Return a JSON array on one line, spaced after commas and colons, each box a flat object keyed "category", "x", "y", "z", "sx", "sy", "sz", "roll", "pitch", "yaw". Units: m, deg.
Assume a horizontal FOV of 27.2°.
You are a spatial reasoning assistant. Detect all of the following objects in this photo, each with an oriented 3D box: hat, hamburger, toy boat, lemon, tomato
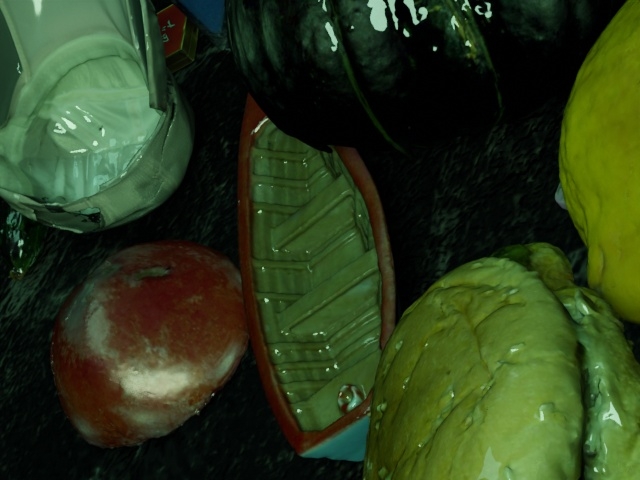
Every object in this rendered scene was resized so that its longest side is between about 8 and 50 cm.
[{"category": "hat", "x": -0.218, "y": -0.146, "z": 1.237, "sx": 0.232, "sy": 0.275, "sz": 0.161, "roll": -6, "pitch": 10, "yaw": 19}, {"category": "hamburger", "x": 0.084, "y": 0.146, "z": 0.666, "sx": 0.134, "sy": 0.265, "sz": 0.285, "roll": -7, "pitch": 19, "yaw": -6}, {"category": "toy boat", "x": 0.000, "y": 0.000, "z": 1.017, "sx": 0.136, "sy": 0.079, "sz": 0.392, "roll": -35, "pitch": 40, "yaw": 21}, {"category": "lemon", "x": 0.251, "y": -0.056, "z": 0.696, "sx": 0.288, "sy": 0.233, "sz": 0.233, "roll": -43, "pitch": 36, "yaw": -12}, {"category": "tomato", "x": -0.156, "y": 0.075, "z": 1.090, "sx": 0.189, "sy": 0.099, "sz": 0.173, "roll": -23, "pitch": 42, "yaw": 28}]

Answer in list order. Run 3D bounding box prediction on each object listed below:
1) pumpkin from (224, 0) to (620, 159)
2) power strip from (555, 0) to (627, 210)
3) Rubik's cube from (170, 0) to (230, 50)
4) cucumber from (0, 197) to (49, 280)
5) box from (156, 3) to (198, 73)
[{"category": "pumpkin", "x": 0.060, "y": -0.209, "z": 0.958, "sx": 0.296, "sy": 0.296, "sz": 0.296, "roll": -27, "pitch": 42, "yaw": 27}, {"category": "power strip", "x": 0.250, "y": -0.125, "z": 0.909, "sx": 0.109, "sy": 0.037, "sz": 0.279, "roll": 0, "pitch": 58, "yaw": 45}, {"category": "Rubik's cube", "x": -0.053, "y": -0.378, "z": 1.264, "sx": 0.260, "sy": 0.259, "sz": 0.254, "roll": -17, "pitch": 48, "yaw": 30}, {"category": "cucumber", "x": -0.305, "y": -0.083, "z": 1.410, "sx": 0.067, "sy": 0.067, "sz": 0.293, "roll": -23, "pitch": 44, "yaw": 30}, {"category": "box", "x": -0.187, "y": -0.204, "z": 1.432, "sx": 0.133, "sy": 0.023, "sz": 0.090, "roll": -23, "pitch": 46, "yaw": 31}]
